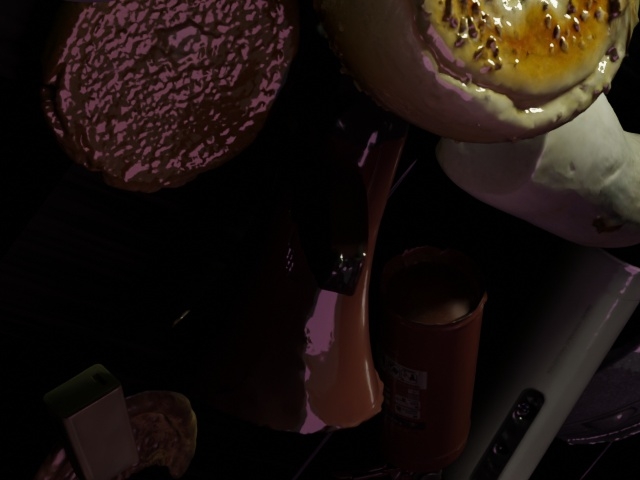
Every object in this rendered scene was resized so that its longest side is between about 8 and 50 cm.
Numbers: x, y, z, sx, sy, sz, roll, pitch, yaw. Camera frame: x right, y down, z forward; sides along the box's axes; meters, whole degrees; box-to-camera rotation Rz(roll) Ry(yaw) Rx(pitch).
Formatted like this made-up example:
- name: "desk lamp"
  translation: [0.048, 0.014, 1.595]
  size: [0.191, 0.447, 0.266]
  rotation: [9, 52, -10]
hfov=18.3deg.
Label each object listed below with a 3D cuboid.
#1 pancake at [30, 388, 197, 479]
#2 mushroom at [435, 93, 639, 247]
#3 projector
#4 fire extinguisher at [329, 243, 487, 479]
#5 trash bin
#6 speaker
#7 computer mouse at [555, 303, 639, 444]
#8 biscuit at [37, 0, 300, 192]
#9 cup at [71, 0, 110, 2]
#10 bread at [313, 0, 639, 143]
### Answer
- name: "pancake"
  translation: [-0.193, 0.210, 1.830]
  size: [0.190, 0.020, 0.184]
  rotation: [-40, 149, -8]
- name: "mushroom"
  translation: [0.277, -0.076, 1.957]
  size: [0.397, 0.126, 0.177]
  rotation: [24, 99, -53]
- name: "projector"
  translation: [0.244, 0.134, 2.166]
  size: [0.108, 0.108, 0.337]
  rotation: [-1, 127, -49]
- name: "fire extinguisher"
  translation: [0.084, 0.156, 2.023]
  size: [0.147, 0.106, 0.337]
  rotation: [-8, 137, -10]
- name: "trash bin"
  translation: [-0.196, 0.164, 1.731]
  size: [0.061, 0.043, 0.092]
  rotation: [-31, 130, -22]
- name: "speaker"
  translation: [-0.022, 0.000, 1.631]
  size: [0.259, 0.198, 0.329]
  rotation: [-43, 152, -54]
- name: "computer mouse"
  translation: [0.410, 0.114, 2.327]
  size: [0.374, 0.114, 0.203]
  rotation: [-48, 149, 5]
- name: "biscuit"
  translation: [-0.112, -0.138, 1.480]
  size: [0.226, 0.042, 0.226]
  rotation: [-17, 130, -22]
- name: "cup"
  translation: [-0.181, -0.271, 1.132]
  size: [0.212, 0.212, 0.317]
  rotation: [-49, 150, 6]
- name: "bread"
  translation: [0.113, -0.213, 1.522]
  size: [0.305, 0.159, 0.305]
  rotation: [5, 83, -39]
